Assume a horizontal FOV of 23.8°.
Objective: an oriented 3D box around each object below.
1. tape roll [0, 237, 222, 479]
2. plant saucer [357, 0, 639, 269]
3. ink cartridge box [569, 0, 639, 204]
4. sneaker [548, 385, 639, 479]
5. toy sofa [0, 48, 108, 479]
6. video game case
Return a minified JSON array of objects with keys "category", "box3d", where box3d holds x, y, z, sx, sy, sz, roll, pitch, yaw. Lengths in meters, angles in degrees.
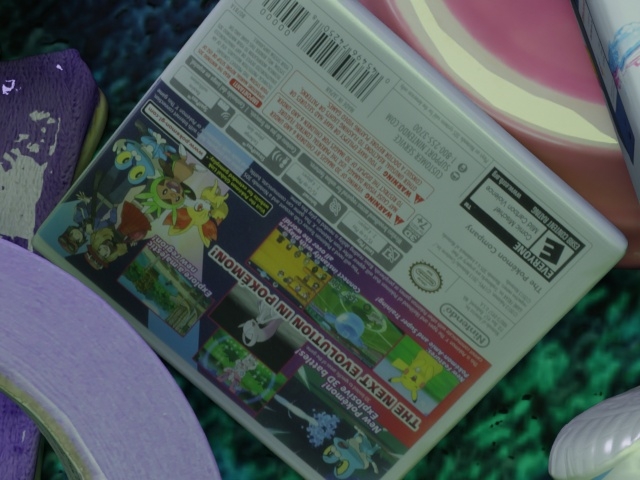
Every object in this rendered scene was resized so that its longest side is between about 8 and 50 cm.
[{"category":"tape roll","box3d":[-0.173,0.129,0.561,0.274,0.090,0.275,1,84,-14]},{"category":"plant saucer","box3d":[0.146,-0.155,0.696,0.332,0.084,0.332,-1,82,7]},{"category":"ink cartridge box","box3d":[0.185,-0.086,0.593,0.154,0.093,0.212,-19,82,4]},{"category":"sneaker","box3d":[0.212,0.064,0.666,0.237,0.085,0.086,-33,103,0]},{"category":"toy sofa","box3d":[-0.216,0.061,0.682,0.177,0.150,0.363,5,84,9]},{"category":"video game case","box3d":[0.000,0.000,0.675,0.201,0.023,0.183,41,110,-3]}]
